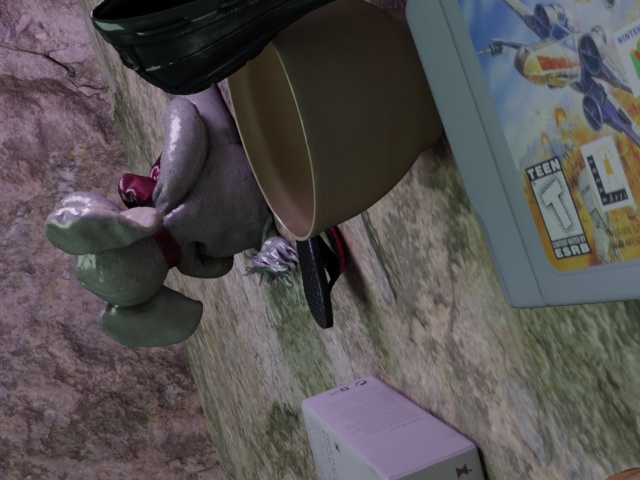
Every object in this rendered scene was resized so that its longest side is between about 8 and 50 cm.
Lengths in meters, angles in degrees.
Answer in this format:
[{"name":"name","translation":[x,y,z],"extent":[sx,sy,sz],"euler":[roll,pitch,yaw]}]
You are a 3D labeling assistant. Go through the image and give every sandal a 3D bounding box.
[{"name":"sandal","translation":[0.000,0.000,0.936],"extent":[0.067,0.040,0.179],"euler":[105,158,-55]}]

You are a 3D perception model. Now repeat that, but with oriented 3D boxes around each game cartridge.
[{"name":"game cartridge","translation":[0.121,-0.074,0.392],"extent":[0.198,0.062,0.297],"euler":[67,165,1]}]

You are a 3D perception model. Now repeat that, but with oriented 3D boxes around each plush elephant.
[{"name":"plush elephant","translation":[-0.202,-0.020,1.182],"extent":[0.330,0.255,0.271],"euler":[-123,21,-43]}]

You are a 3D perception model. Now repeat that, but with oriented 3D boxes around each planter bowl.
[{"name":"planter bowl","translation":[0.013,-0.093,0.633],"extent":[0.162,0.109,0.162],"euler":[161,90,-75]}]

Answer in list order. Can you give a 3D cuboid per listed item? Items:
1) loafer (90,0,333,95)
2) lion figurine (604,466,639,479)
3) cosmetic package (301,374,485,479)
[{"name":"loafer","translation":[-0.024,-0.158,0.509],"extent":[0.078,0.223,0.076],"euler":[31,-147,-51]},{"name":"lion figurine","translation":[0.194,0.224,0.287],"extent":[0.240,0.142,0.392],"euler":[109,149,-44]},{"name":"cosmetic package","translation":[0.064,0.209,0.853],"extent":[0.231,0.086,0.117],"euler":[-161,54,-72]}]
